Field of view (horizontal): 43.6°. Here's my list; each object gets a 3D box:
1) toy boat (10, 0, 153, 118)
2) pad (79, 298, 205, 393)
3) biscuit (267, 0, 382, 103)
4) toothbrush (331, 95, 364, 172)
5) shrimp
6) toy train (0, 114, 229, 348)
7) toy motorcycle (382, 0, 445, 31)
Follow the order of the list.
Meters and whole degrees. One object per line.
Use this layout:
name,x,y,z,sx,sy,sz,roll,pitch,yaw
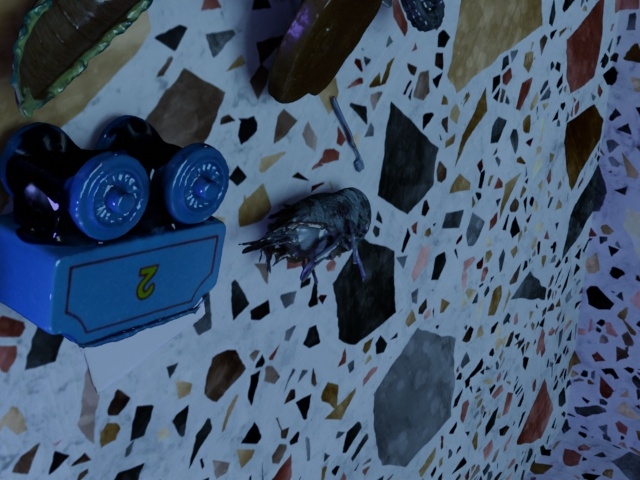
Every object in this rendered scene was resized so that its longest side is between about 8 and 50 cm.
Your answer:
toy boat,-0.293,-0.254,0.942,0.293,0.099,0.108,-61,143,-27
pad,-0.269,0.114,1.219,0.232,0.004,0.156,-38,134,-39
biscuit,0.015,-0.338,1.251,0.273,0.049,0.257,-54,170,28
toothbrush,0.052,-0.199,1.507,0.019,0.013,0.193,-46,139,-19
shrimp,0.001,-0.001,1.394,0.372,0.172,0.137,-36,138,-50
toy train,-0.260,-0.015,1.027,0.300,0.188,0.265,-16,122,-53
toy motorcycle,0.121,-0.508,1.366,0.327,0.143,0.188,30,72,-40
